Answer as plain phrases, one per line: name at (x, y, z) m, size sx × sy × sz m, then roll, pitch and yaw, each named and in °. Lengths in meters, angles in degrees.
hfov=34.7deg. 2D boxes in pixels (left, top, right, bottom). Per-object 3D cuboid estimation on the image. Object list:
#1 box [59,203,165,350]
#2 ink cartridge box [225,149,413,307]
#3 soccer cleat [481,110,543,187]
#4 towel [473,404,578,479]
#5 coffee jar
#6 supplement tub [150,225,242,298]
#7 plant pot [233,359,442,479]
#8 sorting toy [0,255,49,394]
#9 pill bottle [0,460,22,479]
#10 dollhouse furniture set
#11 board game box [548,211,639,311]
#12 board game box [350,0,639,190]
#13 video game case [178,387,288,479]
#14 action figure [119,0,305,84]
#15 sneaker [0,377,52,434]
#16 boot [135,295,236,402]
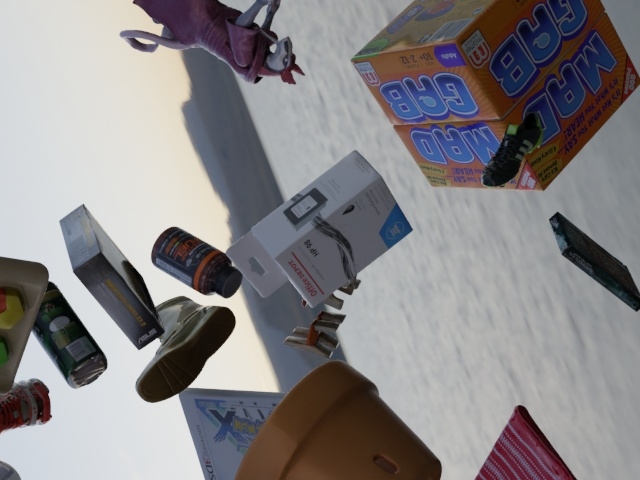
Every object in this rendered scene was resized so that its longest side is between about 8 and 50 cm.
box at (-0.349, 0.057, 1.703) m, size 0.183 × 0.056 × 0.231 m, roll 57°, pitch 176°, yaw -28°
ink cartridge box at (0.000, 0.000, 1.109) m, size 0.060 × 0.180 × 0.104 m, roll 50°, pitch 178°, yaw 43°
soccer cleat at (0.322, -0.155, 1.738) m, size 0.060 × 0.179 × 0.072 m, roll 13°, pitch 135°, yaw 37°
towel at (0.311, 0.427, 1.654) m, size 0.199 × 0.031 × 0.274 m, roll 58°, pitch 133°, yaw 48°
coffee jar at (-0.442, 0.157, 1.742) m, size 0.184 × 0.079 × 0.096 m, roll 50°, pitch 160°, yaw 23°
supplement tub at (-0.265, 0.053, 2.224) m, size 0.198 × 0.106 × 0.106 m, roll 27°, pitch 159°, yaw 24°
plant pot at (0.036, 0.346, 1.463) m, size 0.203 × 0.291 × 0.291 m, roll 30°, pitch 160°, yaw 25°
sorting toy at (-0.491, 0.116, 1.408) m, size 0.038 × 0.193 × 0.208 m, roll 44°, pitch 117°, yaw 54°
pill bottle at (-0.557, 0.429, 1.661) m, size 0.187 × 0.112 × 0.112 m, roll 179°, pitch 70°, yaw -86°
dollhouse furniture set at (0.003, 0.060, 1.965) m, size 0.259 × 0.135 × 0.262 m, roll -41°, pitch -33°, yaw -75°
board game box at (0.485, 0.037, 1.801) m, size 0.186 × 0.026 × 0.126 m, roll 36°, pitch -156°, yaw -17°
board game box at (0.361, -0.352, 2.122) m, size 0.356 × 0.356 × 0.356 m, roll 54°, pitch 157°, yaw -23°
video game case at (-0.127, 0.452, 2.162) m, size 0.036 × 0.329 × 0.300 m, roll -41°, pitch -57°, yaw -53°
action figure at (-0.196, -0.399, 1.968) m, size 0.370 × 0.275 × 0.248 m, roll 41°, pitch -173°, yaw 11°
sneaker at (-0.511, 0.274, 1.664) m, size 0.270 × 0.145 × 0.090 m, roll 174°, pitch 90°, yaw -73°
boot at (-0.326, 0.224, 2.183) m, size 0.203 × 0.262 × 0.095 m, roll 13°, pitch 144°, yaw 50°
